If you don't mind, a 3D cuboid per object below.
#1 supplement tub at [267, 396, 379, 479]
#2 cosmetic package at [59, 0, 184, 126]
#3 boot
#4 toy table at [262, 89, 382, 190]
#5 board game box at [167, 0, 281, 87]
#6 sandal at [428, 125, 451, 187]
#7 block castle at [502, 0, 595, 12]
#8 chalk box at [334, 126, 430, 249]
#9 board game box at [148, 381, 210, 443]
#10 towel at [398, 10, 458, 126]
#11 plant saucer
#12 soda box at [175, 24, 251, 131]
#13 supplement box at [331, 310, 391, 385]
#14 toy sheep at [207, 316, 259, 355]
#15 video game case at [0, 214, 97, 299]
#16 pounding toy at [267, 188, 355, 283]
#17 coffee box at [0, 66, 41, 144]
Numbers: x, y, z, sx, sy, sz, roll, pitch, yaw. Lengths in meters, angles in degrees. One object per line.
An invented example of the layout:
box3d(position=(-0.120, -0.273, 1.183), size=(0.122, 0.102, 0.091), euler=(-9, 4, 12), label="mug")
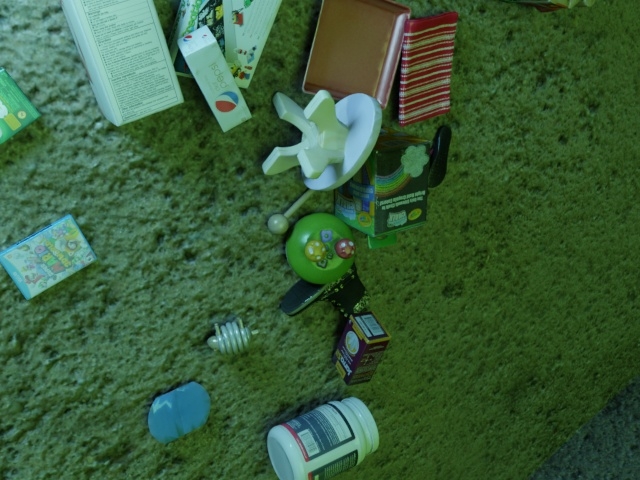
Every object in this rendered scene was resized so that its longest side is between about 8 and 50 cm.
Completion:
box3d(position=(0.006, 0.566, 1.989), size=(0.272, 0.191, 0.191), euler=(-17, 118, -27), label="supplement tub")
box3d(position=(-0.391, -0.392, 1.372), size=(0.153, 0.129, 0.296), euler=(-25, 121, -22), label="cosmetic package")
box3d(position=(0.023, 0.159, 1.905), size=(0.236, 0.085, 0.178), euler=(-41, 129, -12), label="boot")
box3d(position=(-0.005, -0.236, 1.639), size=(0.161, 0.252, 0.274), euler=(7, 126, -40), label="toy table")
box3d(position=(-0.188, -0.472, 1.461), size=(0.193, 0.053, 0.305), euler=(4, 127, -35), label="board game box")
box3d(position=(0.324, -0.231, 1.983), size=(0.067, 0.040, 0.179), euler=(19, 83, -43), label="sandal")
box3d(position=(0.511, -0.758, 1.786), size=(0.453, 0.213, 0.303), euler=(2, 104, -37), label="block castle")
box3d(position=(0.153, -0.123, 1.819), size=(0.180, 0.179, 0.289), euler=(-13, 117, -30), label="chalk box")
box3d(position=(-0.360, 0.426, 1.788), size=(0.168, 0.033, 0.133), euler=(-21, 114, -32), label="board game box")
box3d(position=(0.279, -0.443, 1.834), size=(0.199, 0.031, 0.275), euler=(-22, 124, -37), label="towel")
box3d(position=(0.080, -0.464, 1.712), size=(0.258, 0.048, 0.259), euler=(5, 105, -35), label="plant saucer")
box3d(position=(-0.219, -0.333, 1.482), size=(0.074, 0.069, 0.216), euler=(-29, 141, -4), label="soda box")
box3d(position=(0.111, 0.300, 1.971), size=(0.081, 0.104, 0.188), euler=(-5, 132, -31), label="supplement box")
box3d(position=(-0.218, 0.242, 1.775), size=(0.132, 0.091, 0.091), euler=(-14, 117, -9), label="toy sheep")
box3d(position=(-0.572, 0.035, 1.495), size=(0.166, 0.015, 0.119), euler=(-33, 124, -19), label="video game case")
box3d(position=(0.000, 0.000, 1.760), size=(0.183, 0.110, 0.237), euler=(-38, 102, -13), label="pounding toy")
box3d(position=(-0.635, -0.227, 1.329), size=(0.184, 0.040, 0.113), euler=(-42, 126, -14), label="coffee box")
